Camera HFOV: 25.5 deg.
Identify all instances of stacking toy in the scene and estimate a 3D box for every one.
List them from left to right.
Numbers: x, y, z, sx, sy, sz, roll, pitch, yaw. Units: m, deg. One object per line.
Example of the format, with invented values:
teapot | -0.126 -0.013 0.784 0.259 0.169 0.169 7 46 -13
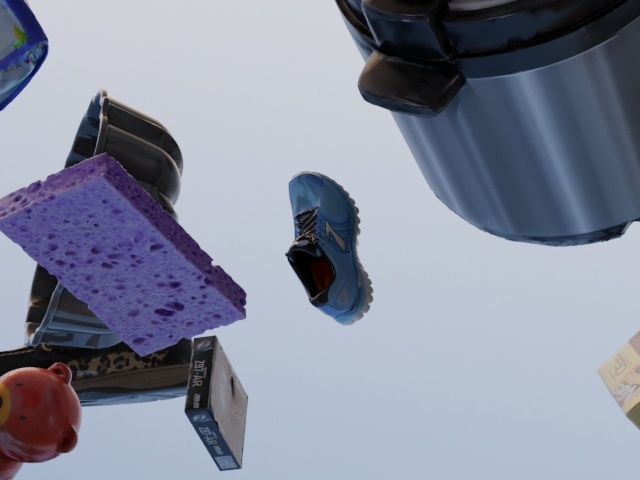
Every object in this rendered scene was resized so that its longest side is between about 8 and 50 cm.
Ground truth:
stacking toy | -0.304 0.257 1.291 0.279 0.130 0.309 18 -125 -66

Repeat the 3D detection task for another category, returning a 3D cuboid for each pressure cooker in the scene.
pressure cooker | 0.207 -0.248 1.331 0.420 0.375 0.370 57 -162 -48

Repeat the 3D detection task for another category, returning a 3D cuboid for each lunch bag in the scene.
lunch bag | -0.290 -0.179 1.149 0.096 0.151 0.129 -31 -91 -46

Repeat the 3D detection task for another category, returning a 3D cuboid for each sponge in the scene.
sponge | -0.164 0.017 1.187 0.210 0.117 0.031 48 -148 -41

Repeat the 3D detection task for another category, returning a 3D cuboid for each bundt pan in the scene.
bundt pan | -0.260 -0.014 1.738 0.124 0.331 0.331 16 -140 -16

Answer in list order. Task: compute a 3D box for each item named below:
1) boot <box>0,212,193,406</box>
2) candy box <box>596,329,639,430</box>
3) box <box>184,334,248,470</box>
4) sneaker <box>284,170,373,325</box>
boot | -0.365 0.095 2.052 0.377 0.138 0.284 -1 -104 -12
candy box | 0.461 0.253 1.601 0.316 0.087 0.183 45 -171 -7
box | -0.076 0.121 1.047 0.083 0.018 0.067 68 -161 -46
sneaker | 0.000 0.000 1.350 0.073 0.063 0.162 18 -134 -48
